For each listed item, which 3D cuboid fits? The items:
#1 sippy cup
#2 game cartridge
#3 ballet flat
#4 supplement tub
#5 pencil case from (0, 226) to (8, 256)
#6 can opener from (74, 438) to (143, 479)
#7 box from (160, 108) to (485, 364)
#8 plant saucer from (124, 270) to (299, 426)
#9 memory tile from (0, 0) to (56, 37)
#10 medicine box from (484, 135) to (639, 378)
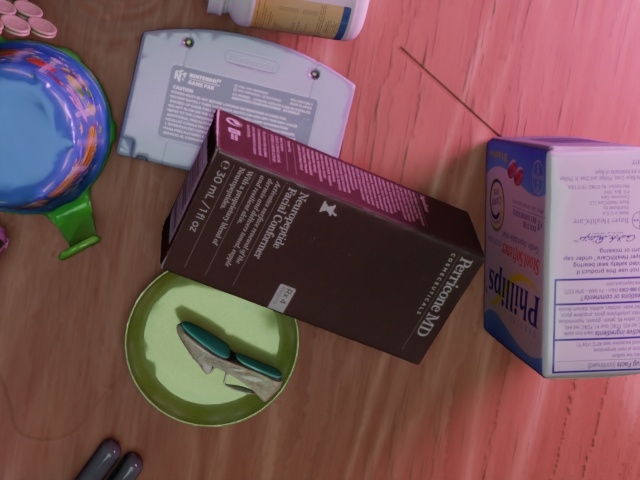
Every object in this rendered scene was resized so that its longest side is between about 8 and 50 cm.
[{"bbox_3d":[-0.377,-0.135,1.337,0.305,0.224,0.240,27,94,-12],"label":"sippy cup"},{"bbox_3d":[-0.110,-0.178,1.457,0.294,0.060,0.196,13,100,-10],"label":"game cartridge"},{"bbox_3d":[-0.131,0.170,1.468,0.168,0.057,0.052,30,103,-11],"label":"ballet flat"},{"bbox_3d":[-0.041,-0.341,1.394,0.200,0.144,0.144,7,98,-10],"label":"supplement tub"},{"bbox_3d":[-0.506,-0.029,1.404,0.209,0.095,0.098,39,76,-14],"label":"pencil case"},{"bbox_3d":[-0.349,0.411,1.489,0.076,0.095,0.283,35,92,-13],"label":"can opener"},{"bbox_3d":[0.000,0.000,1.421,0.381,0.143,0.191,20,115,-16],"label":"box"},{"bbox_3d":[-0.151,0.139,1.507,0.241,0.037,0.241,-1,99,-8],"label":"plant saucer"},{"bbox_3d":[-0.395,-0.275,1.277,0.113,0.148,0.012,48,124,27],"label":"memory tile"},{"bbox_3d":[0.326,0.011,1.442,0.149,0.263,0.289,-1,98,-8],"label":"medicine box"}]
